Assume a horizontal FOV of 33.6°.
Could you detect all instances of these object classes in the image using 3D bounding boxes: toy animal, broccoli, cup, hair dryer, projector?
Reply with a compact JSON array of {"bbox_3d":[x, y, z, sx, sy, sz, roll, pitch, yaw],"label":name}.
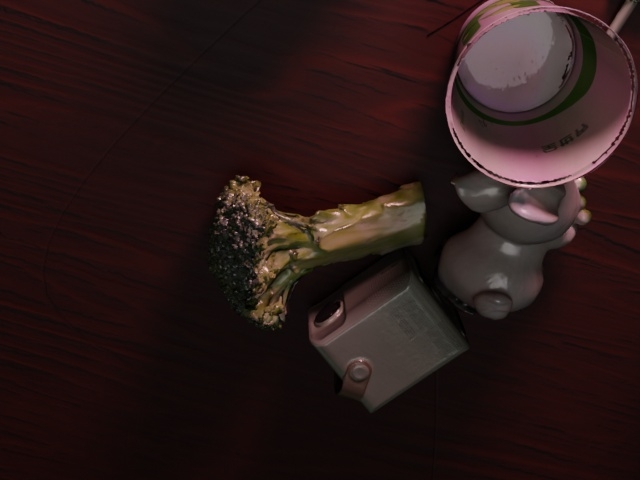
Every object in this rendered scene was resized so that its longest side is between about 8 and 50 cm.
[{"bbox_3d":[0.295,-0.025,1.641,0.183,0.247,0.310,35,136,15],"label":"toy animal"},{"bbox_3d":[-0.008,-0.020,1.671,0.361,0.221,0.252,-33,117,3],"label":"broccoli"},{"bbox_3d":[0.298,-0.235,1.517,0.253,0.274,0.253,1,114,3],"label":"cup"},{"bbox_3d":[0.454,-0.346,1.601,0.063,0.038,0.124,23,120,-8],"label":"hair dryer"},{"bbox_3d":[0.100,0.152,1.758,0.242,0.163,0.177,-36,108,13],"label":"projector"}]
